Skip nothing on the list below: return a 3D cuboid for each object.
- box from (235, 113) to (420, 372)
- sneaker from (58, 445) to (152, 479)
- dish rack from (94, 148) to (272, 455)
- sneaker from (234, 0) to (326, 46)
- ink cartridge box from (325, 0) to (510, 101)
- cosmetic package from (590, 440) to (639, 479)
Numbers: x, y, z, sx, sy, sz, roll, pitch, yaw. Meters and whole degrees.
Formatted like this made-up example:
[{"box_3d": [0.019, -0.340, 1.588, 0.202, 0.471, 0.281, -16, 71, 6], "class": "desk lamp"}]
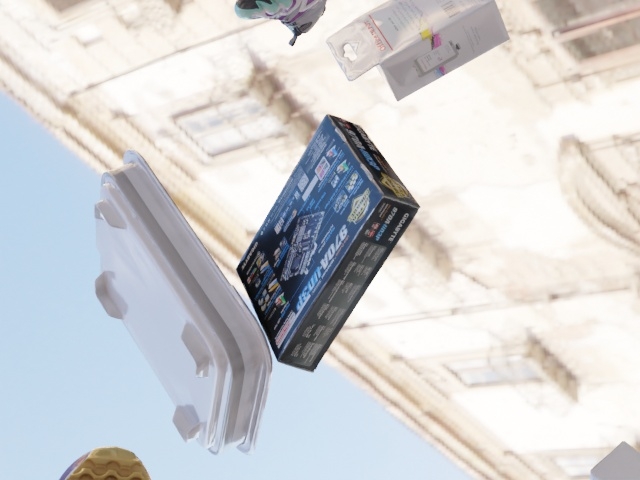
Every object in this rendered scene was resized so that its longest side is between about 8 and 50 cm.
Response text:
[{"box_3d": [0.000, 0.000, 1.274, 0.051, 0.220, 0.175, 18, -156, -31], "class": "box"}, {"box_3d": [-0.122, 0.201, 0.648, 0.070, 0.084, 0.185, 6, -93, -6], "class": "sneaker"}, {"box_3d": [-0.180, 0.087, 1.410, 0.072, 0.285, 0.333, -24, -118, -24], "class": "dish rack"}, {"box_3d": [-0.031, -0.197, 1.054, 0.098, 0.038, 0.069, -25, -36, -23], "class": "sneaker"}, {"box_3d": [0.117, -0.249, 1.476, 0.067, 0.198, 0.115, 59, -175, -41], "class": "ink cartridge box"}, {"box_3d": [0.388, 0.325, 1.261, 0.060, 0.239, 0.099, -34, -39, -19], "class": "cosmetic package"}]
